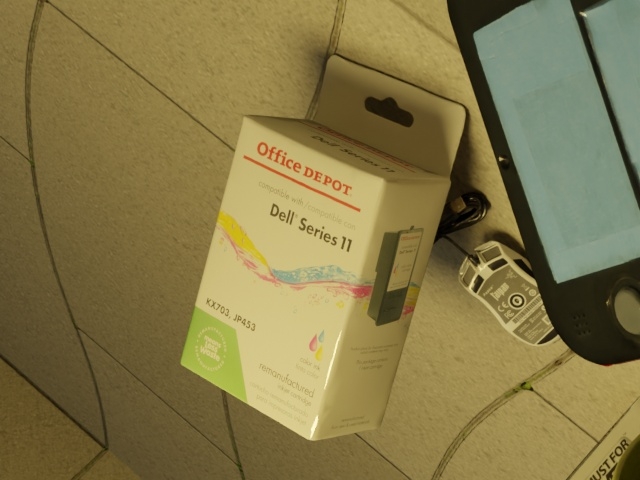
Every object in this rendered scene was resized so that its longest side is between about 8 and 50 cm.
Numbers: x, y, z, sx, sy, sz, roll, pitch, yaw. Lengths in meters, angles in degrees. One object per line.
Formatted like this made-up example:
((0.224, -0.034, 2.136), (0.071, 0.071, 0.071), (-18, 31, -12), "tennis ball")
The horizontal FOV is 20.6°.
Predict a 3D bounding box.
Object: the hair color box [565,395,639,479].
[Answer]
((0.418, 0.363, 1.870), (0.374, 0.185, 0.113), (41, 157, 11), "hair color box")

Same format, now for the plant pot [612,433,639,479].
((0.421, 0.339, 1.646), (0.275, 0.275, 0.293), (22, 135, 42), "plant pot")

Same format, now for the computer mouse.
((0.185, 0.037, 1.875), (0.193, 0.106, 0.042), (43, -160, -8), "computer mouse")

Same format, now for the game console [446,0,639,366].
((0.239, -0.100, 1.395), (0.342, 0.060, 0.386), (-24, 84, 66), "game console")

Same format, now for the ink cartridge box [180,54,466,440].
((0.000, 0.000, 1.806), (0.207, 0.119, 0.353), (25, 107, 37), "ink cartridge box")
